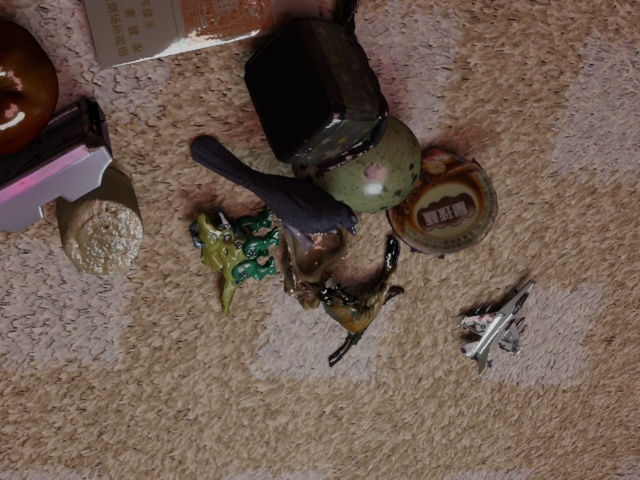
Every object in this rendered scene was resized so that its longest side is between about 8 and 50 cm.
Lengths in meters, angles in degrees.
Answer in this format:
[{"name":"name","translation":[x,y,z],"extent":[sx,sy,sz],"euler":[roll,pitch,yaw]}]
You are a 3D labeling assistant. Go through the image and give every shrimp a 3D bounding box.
[{"name":"shrimp","translation":[0.076,0.069,2.025],"extent":[0.198,0.051,0.262],"euler":[-62,150,-4]}]

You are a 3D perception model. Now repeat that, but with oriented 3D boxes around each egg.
[{"name":"egg","translation":[0.063,-0.136,1.880],"extent":[0.228,0.177,0.177],"euler":[-1,123,6]}]

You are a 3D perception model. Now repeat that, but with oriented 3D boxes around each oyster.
[{"name":"oyster","translation":[-0.014,0.007,1.999],"extent":[0.161,0.107,0.232],"euler":[5,102,-10]}]

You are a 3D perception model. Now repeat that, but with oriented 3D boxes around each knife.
[{"name":"knife","translation":[0.082,0.171,2.165],"extent":[0.045,0.021,0.222],"euler":[32,106,-34]}]

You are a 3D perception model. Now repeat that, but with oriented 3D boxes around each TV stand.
[{"name":"TV stand","translation":[0.052,-0.414,1.785],"extent":[0.042,0.036,0.249],"euler":[-2,121,-18]}]

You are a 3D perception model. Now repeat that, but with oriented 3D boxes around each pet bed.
[{"name":"pet bed","translation":[0.004,-0.239,1.757],"extent":[0.159,0.211,0.183],"euler":[-1,151,-45]}]

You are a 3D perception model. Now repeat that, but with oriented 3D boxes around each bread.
[{"name":"bread","translation":[-0.371,-0.033,1.822],"extent":[0.134,0.141,0.148],"euler":[2,119,-20]}]

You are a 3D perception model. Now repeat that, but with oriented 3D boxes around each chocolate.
[{"name":"chocolate","translation":[0.215,-0.050,1.999],"extent":[0.221,0.221,0.147],"euler":[-19,164,-6]}]

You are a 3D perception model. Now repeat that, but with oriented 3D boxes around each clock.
[{"name":"clock","translation":[-0.440,-0.117,1.722],"extent":[0.253,0.186,0.083],"euler":[-29,123,2]}]

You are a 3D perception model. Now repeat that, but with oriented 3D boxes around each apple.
[{"name":"apple","translation":[-0.501,-0.227,1.616],"extent":[0.234,0.234,0.234],"euler":[-8,123,-13]}]

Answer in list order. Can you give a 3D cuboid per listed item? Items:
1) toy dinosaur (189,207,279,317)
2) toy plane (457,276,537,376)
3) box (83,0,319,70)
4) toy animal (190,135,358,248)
[{"name":"toy dinosaur","translation":[-0.149,0.039,1.974],"extent":[0.153,0.094,0.259],"euler":[-12,131,-8]},{"name":"toy plane","translation":[0.369,0.167,2.229],"extent":[0.160,0.082,0.234],"euler":[28,95,-19]},{"name":"box","translation":[-0.190,-0.402,1.705],"extent":[0.365,0.051,0.204],"euler":[-14,124,-9]},{"name":"toy animal","translation":[-0.044,-0.061,1.841],"extent":[0.081,0.367,0.206],"euler":[-55,145,-13]}]
